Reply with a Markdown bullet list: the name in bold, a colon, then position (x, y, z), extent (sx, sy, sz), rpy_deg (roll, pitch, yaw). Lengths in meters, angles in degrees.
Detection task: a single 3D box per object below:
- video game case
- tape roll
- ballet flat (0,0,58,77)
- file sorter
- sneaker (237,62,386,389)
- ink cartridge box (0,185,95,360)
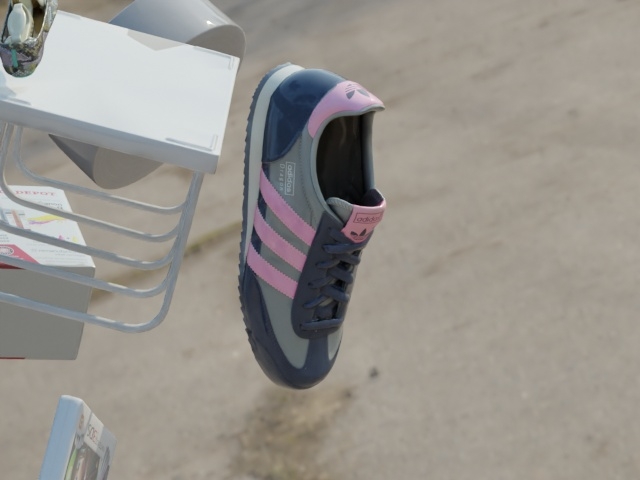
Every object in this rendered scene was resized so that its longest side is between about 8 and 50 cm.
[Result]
- **video game case**: position (-0.207, 0.234, 1.303), extent (0.022, 0.190, 0.173), rpy_deg (11, -17, 6)
- **tape roll**: position (-0.177, -0.157, 1.671), extent (0.219, 0.072, 0.219), rpy_deg (-44, -15, -14)
- **ballet flat**: position (-0.231, -0.177, 1.283), extent (0.041, 0.041, 0.114), rpy_deg (-17, 43, 16)
- **file sorter**: position (-0.191, -0.067, 1.401), extent (0.192, 0.173, 0.278), rpy_deg (15, 22, -5)
- **sneaker**: position (0.000, 0.000, 1.520), extent (0.112, 0.319, 0.131), rpy_deg (-16, 22, -40)
- **ink cartridge box**: position (-0.339, 0.033, 1.809), extent (0.128, 0.127, 0.176), rpy_deg (2, 30, -24)
